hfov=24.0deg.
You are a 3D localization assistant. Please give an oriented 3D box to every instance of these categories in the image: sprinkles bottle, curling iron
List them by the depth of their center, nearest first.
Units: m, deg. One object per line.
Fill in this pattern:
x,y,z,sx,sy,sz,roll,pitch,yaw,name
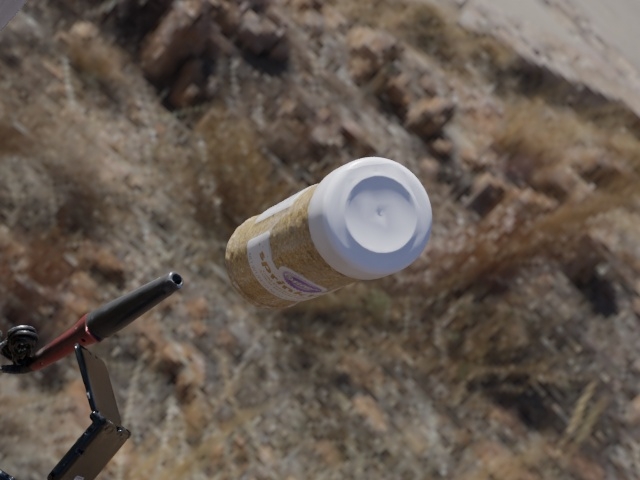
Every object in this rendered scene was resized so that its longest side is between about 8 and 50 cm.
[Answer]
-0.229,0.083,1.444,0.068,0.274,0.035,22,57,-44,curling iron
0.000,0.000,1.662,0.121,0.121,0.355,39,-19,-10,sprinkles bottle

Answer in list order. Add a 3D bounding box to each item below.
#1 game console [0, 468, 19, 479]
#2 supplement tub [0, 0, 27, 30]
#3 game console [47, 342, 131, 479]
-0.317,0.201,1.227,0.144,0.124,0.085,33,25,2,game console
-0.367,-0.290,1.140,0.331,0.241,0.241,41,23,-7,supplement tub
-0.218,0.162,1.355,0.071,0.107,0.122,39,-7,11,game console
